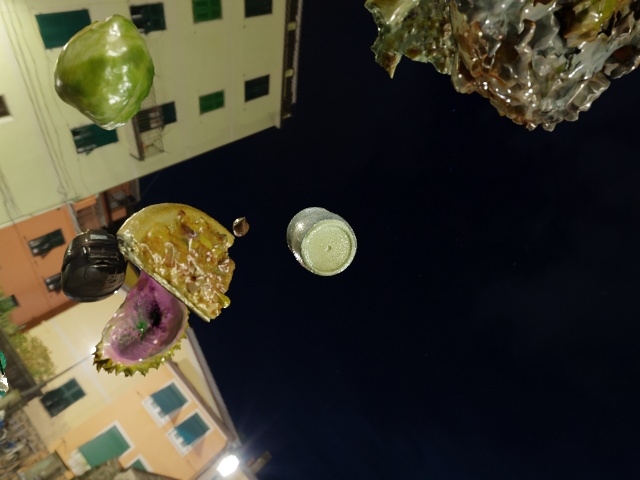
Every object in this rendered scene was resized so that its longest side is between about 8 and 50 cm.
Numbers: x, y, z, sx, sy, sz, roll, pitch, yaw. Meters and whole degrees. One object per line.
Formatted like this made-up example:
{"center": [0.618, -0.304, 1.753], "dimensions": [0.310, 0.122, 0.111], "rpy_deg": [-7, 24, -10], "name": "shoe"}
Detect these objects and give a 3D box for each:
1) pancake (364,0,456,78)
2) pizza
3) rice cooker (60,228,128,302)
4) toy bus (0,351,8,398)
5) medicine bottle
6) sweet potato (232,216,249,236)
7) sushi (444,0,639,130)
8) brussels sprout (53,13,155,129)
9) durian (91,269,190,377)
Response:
{"center": [0.301, -0.451, 0.824], "dimensions": [0.426, 0.067, 0.305], "rpy_deg": [9, -69, -3], "name": "pancake"}
{"center": [-0.278, -0.003, 0.877], "dimensions": [0.087, 0.258, 0.268], "rpy_deg": [-31, -53, 14], "name": "pizza"}
{"center": [-0.552, 0.064, 1.038], "dimensions": [0.203, 0.142, 0.118], "rpy_deg": [-54, -130, 29], "name": "rice cooker"}
{"center": [-0.451, 0.123, 0.430], "dimensions": [0.199, 0.183, 0.343], "rpy_deg": [56, -33, 4], "name": "toy bus"}
{"center": [0.000, 0.000, 1.034], "dimensions": [0.143, 0.147, 0.147], "rpy_deg": [-141, -149, -68], "name": "medicine bottle"}
{"center": [-0.231, -0.047, 1.252], "dimensions": [0.049, 0.049, 0.117], "rpy_deg": [54, -25, 3], "name": "sweet potato"}
{"center": [0.310, -0.315, 0.436], "dimensions": [0.176, 0.417, 0.417], "rpy_deg": [61, -34, 25], "name": "sushi"}
{"center": [-0.408, -0.328, 0.817], "dimensions": [0.223, 0.161, 0.223], "rpy_deg": [-22, -120, 45], "name": "brussels sprout"}
{"center": [-0.382, 0.197, 0.951], "dimensions": [0.186, 0.261, 0.154], "rpy_deg": [16, -44, 14], "name": "durian"}
